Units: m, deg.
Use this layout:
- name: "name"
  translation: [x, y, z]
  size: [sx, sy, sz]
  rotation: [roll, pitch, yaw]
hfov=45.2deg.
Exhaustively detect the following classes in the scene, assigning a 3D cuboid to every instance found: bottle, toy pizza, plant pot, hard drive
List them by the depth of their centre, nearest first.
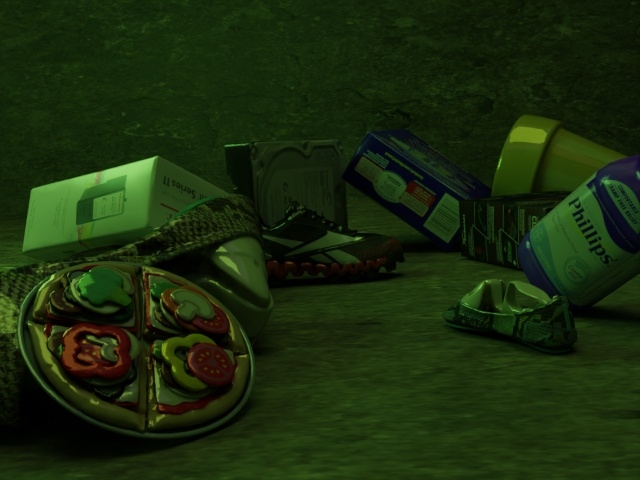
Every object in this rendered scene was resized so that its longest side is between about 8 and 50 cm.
- name: "toy pizza"
  translation: [-0.145, 0.078, 0.640]
  size: [0.201, 0.032, 0.201]
  rotation: [20, 31, -13]
- name: "bottle"
  translation: [0.344, -0.029, 0.853]
  size: [0.092, 0.118, 0.283]
  rotation: [-8, -27, -35]
- name: "hard drive"
  translation: [-0.051, -0.071, 1.443]
  size: [0.064, 0.236, 0.339]
  rotation: [1, 7, 29]
- name: "plant pot"
  translation: [0.510, -0.116, 1.601]
  size: [0.239, 0.253, 0.254]
  rotation: [18, 16, 25]

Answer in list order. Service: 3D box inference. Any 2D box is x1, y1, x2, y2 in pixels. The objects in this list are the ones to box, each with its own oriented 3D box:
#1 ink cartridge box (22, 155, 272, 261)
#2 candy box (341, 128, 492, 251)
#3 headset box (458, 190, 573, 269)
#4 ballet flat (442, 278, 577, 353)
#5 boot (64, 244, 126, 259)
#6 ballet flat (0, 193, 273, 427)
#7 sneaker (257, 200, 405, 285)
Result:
- name: "ink cartridge box"
  translation: [-0.266, -0.027, 1.206]
  size: [0.354, 0.119, 0.207]
  rotation: [-8, -21, 31]
- name: "candy box"
  translation: [0.220, -0.117, 1.635]
  size: [0.268, 0.122, 0.317]
  rotation: [36, 19, 11]
- name: "headset box"
  translation: [0.400, -0.019, 1.292]
  size: [0.218, 0.110, 0.293]
  rotation: [-6, 7, -19]
- name: "ballet flat"
  translation: [0.201, 0.072, 0.832]
  size: [0.070, 0.070, 0.188]
  rotation: [-8, 8, -31]
- name: "boot"
  translation: [-0.248, 0.047, 1.089]
  size: [0.219, 0.082, 0.106]
  rotation: [6, -6, -44]
- name: "ballet flat"
  translation: [-0.164, 0.072, 0.799]
  size: [0.182, 0.164, 0.483]
  rotation: [24, 25, 25]
- name: "sneaker"
  translation: [0.000, 0.000, 1.253]
  size: [0.276, 0.135, 0.097]
  rotation: [-3, 5, -2]
